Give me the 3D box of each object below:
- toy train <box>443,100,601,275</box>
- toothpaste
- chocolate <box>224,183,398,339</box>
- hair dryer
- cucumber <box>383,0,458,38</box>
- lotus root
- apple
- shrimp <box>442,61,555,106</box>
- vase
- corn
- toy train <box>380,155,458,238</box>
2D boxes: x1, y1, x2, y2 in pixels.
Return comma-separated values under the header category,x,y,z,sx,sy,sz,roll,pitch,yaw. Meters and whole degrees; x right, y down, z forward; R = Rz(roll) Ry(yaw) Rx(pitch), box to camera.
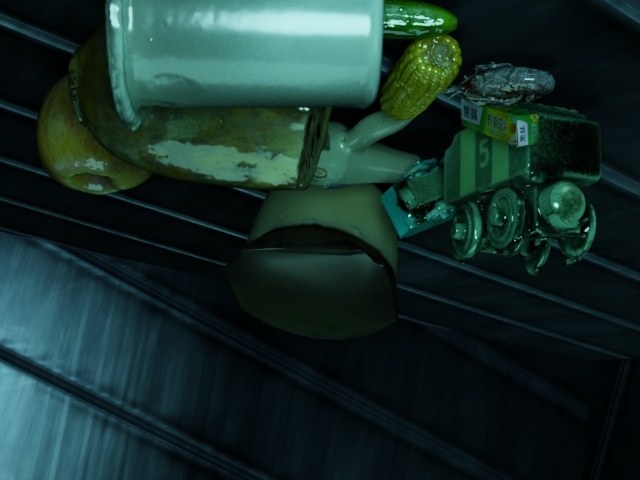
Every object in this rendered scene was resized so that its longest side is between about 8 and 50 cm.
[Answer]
category,x,y,z,sx,sy,sz,roll,pitch,yaw
toy train,0.302,-0.076,1.542,0.166,0.238,0.299,6,170,-21
toothpaste,0.249,-0.169,1.434,0.037,0.043,0.178,-11,-161,-15
chocolate,0.000,0.000,1.998,0.313,0.297,0.326,-2,147,13
hair dryer,0.107,-0.153,1.702,0.298,0.119,0.296,-14,163,29
cucumber,0.044,-0.278,1.260,0.250,0.056,0.056,7,167,0
lotus root,-0.157,-0.191,1.367,0.345,0.251,0.250,7,167,5
apple,-0.354,-0.176,1.662,0.211,0.188,0.211,5,166,1
shrimp,0.239,-0.213,1.402,0.165,0.057,0.065,4,177,42
vase,-0.077,-0.248,1.147,0.291,0.245,0.245,0,167,-1
corn,0.134,-0.220,1.401,0.080,0.080,0.231,10,169,-6
toy train,0.201,-0.081,1.752,0.197,0.107,0.154,-21,168,-27
